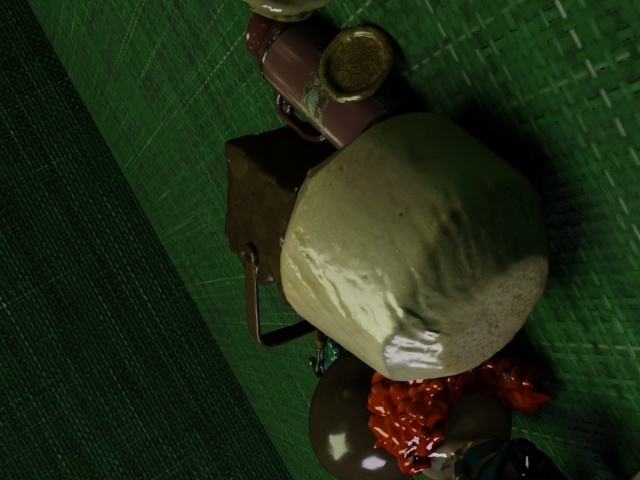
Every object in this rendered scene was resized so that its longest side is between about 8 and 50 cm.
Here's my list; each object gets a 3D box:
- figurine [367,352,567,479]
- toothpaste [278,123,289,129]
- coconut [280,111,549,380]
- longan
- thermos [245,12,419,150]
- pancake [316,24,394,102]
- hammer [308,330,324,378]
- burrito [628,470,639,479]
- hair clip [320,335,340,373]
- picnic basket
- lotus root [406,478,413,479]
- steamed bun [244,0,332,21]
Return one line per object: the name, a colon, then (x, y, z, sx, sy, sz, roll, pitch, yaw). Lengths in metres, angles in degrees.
figurine: (0.225, 0.304, 1.211, 0.411, 0.241, 0.306, 58, 174, 31)
toothpaste: (-0.017, -0.116, 1.555, 0.193, 0.045, 0.071, 54, 162, -2)
coconut: (0.093, 0.001, 1.042, 0.329, 0.329, 0.328, 50, 159, 27)
longan: (0.099, 0.298, 1.535, 0.258, 0.258, 0.258, 50, 159, 27)
thermos: (0.001, -0.216, 1.245, 0.330, 0.110, 0.136, 47, 165, 34)
pancake: (0.044, -0.227, 1.136, 0.115, 0.115, 0.011, 46, -172, 35)
hammer: (-0.002, 0.234, 1.999, 0.078, 0.021, 0.201, -121, 26, -45)
burrito: (0.406, 0.302, 0.977, 0.139, 0.101, 0.445, 56, 161, 26)
hair clip: (0.036, 0.297, 2.038, 0.124, 0.052, 0.195, 50, 153, 43)
picnic basket: (0.000, 0.000, 1.337, 0.291, 0.254, 0.320, 42, 144, 44)
lotus root: (0.199, 0.611, 2.026, 0.143, 0.070, 0.144, 42, 155, 44)
steamed bun: (-0.073, -0.398, 0.947, 0.325, 0.230, 0.372, 42, -163, -13)
